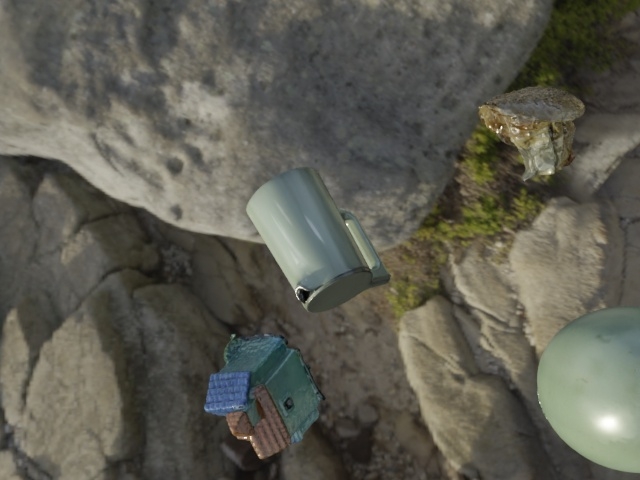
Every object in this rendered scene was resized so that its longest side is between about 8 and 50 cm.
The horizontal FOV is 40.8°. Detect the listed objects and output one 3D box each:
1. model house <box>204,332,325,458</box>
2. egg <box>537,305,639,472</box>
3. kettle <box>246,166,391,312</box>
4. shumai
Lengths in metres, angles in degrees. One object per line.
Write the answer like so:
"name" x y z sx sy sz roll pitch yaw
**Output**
"model house" -0.088 0.217 1.120 0.119 0.149 0.148 -10 111 34
"egg" 0.381 0.182 1.065 0.283 0.203 0.203 164 111 -73
"kettle" -0.005 0.003 1.011 0.098 0.127 0.148 -36 68 12
"shumai" 0.280 -0.139 1.134 0.145 0.145 0.116 8 111 33
